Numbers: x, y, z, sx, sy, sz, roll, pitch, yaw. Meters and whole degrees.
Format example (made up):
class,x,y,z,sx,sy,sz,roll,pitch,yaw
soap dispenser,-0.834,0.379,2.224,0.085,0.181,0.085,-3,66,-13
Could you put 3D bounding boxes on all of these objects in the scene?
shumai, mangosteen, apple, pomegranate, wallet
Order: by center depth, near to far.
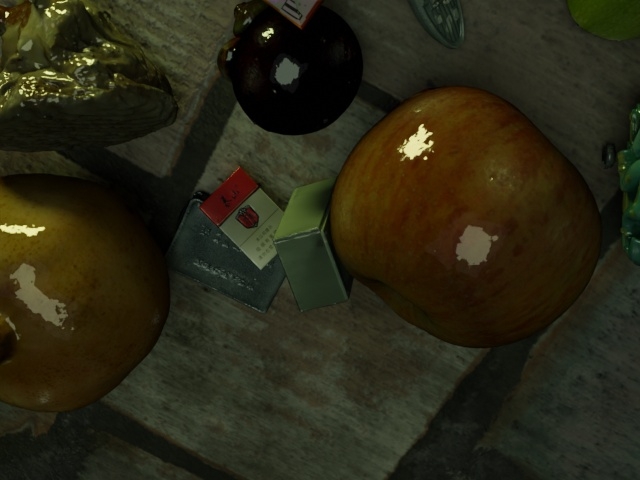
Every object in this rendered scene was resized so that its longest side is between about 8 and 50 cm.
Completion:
class,x,y,z,sx,sy,sz,roll,pitch,yaw
apple,0.197,-0.024,1.164,0.333,0.400,0.400,-39,104,5
mangosteen,-0.057,-0.279,1.205,0.250,0.211,0.211,49,115,18
shumai,-0.392,-0.290,1.270,0.313,0.267,0.263,-5,84,-19
pomegranate,-0.464,0.090,1.321,0.416,0.417,0.417,3,115,7
wallet,-0.164,0.025,1.434,0.222,0.036,0.167,27,115,-6

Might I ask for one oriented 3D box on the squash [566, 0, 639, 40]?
class,x,y,z,sx,sy,sz,roll,pitch,yaw
squash,0.494,-0.434,1.117,0.233,0.210,0.309,31,143,-8

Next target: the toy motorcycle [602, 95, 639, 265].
class,x,y,z,sx,sy,sz,roll,pitch,yaw
toy motorcycle,0.493,-0.075,1.206,0.109,0.198,0.297,-1,113,14

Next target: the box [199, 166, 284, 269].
class,x,y,z,sx,sy,sz,roll,pitch,yaw
box,-0.122,-0.037,1.367,0.100,0.048,0.152,-45,98,-8

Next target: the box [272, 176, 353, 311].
class,x,y,z,sx,sy,sz,roll,pitch,yaw
box,0.000,0.000,1.294,0.086,0.225,0.130,-14,112,15

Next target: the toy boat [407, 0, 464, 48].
class,x,y,z,sx,sy,sz,roll,pitch,yaw
toy boat,0.155,-0.389,1.152,0.078,0.085,0.261,-46,127,-20

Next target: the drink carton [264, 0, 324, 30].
class,x,y,z,sx,sy,sz,roll,pitch,yaw
drink carton,0.000,-0.409,1.113,0.096,0.223,0.071,35,149,-9
